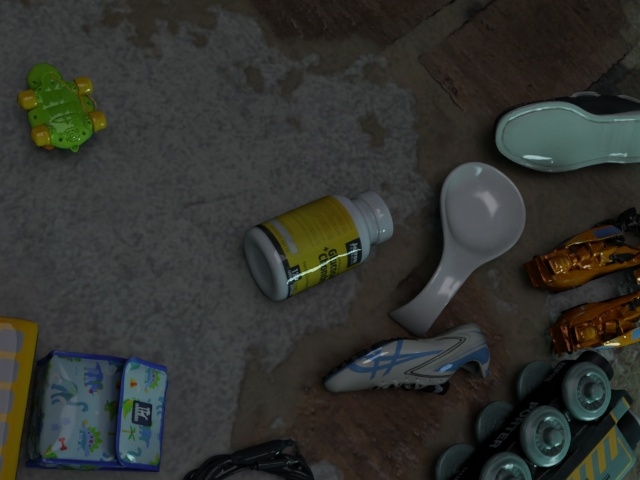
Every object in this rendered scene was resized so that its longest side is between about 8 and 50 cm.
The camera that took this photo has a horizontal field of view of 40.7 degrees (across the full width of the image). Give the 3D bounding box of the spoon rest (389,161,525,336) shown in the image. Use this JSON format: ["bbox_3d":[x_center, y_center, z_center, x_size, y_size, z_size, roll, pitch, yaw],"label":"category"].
[{"bbox_3d":[0.198,0.006,1.206,0.137,0.084,0.276,36,68,-6],"label":"spoon rest"}]

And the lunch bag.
[{"bbox_3d":[-0.253,0.201,1.000,0.151,0.096,0.128,13,68,-30],"label":"lunch bag"}]

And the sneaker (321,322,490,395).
[{"bbox_3d":[0.118,0.169,1.132,0.237,0.085,0.086,-10,74,-19],"label":"sneaker"}]

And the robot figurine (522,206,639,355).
[{"bbox_3d":[0.452,0.062,1.272,0.291,0.085,0.211,-15,81,-21],"label":"robot figurine"}]

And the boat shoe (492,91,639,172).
[{"bbox_3d":[0.390,-0.170,1.319,0.303,0.091,0.114,3,118,-19],"label":"boat shoe"}]

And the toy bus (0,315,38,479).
[{"bbox_3d":[-0.395,0.250,0.927,0.130,0.108,0.332,9,72,-17],"label":"toy bus"}]

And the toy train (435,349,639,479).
[{"bbox_3d":[0.294,0.297,1.134,0.334,0.142,0.190,-39,101,-25],"label":"toy train"}]

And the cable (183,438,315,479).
[{"bbox_3d":[-0.088,0.330,1.045,0.185,0.047,0.150,-13,84,-24],"label":"cable"}]

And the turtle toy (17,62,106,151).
[{"bbox_3d":[-0.332,-0.169,1.089,0.095,0.066,0.130,-19,81,-24],"label":"turtle toy"}]

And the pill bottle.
[{"bbox_3d":[0.000,0.000,1.130,0.184,0.103,0.103,-24,83,-22],"label":"pill bottle"}]
